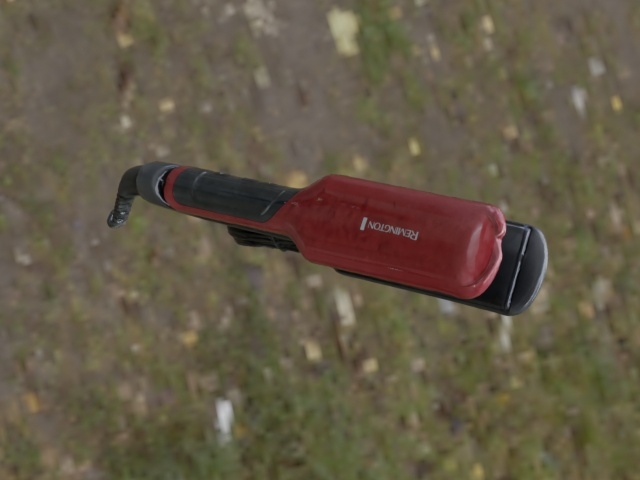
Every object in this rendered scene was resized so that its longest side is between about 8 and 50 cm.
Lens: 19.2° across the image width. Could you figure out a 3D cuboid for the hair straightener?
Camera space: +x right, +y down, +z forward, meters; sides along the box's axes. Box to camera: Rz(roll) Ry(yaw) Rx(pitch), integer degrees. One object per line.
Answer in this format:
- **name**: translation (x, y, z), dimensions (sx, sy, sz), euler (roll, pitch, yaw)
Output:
- **hair straightener**: translation (0.000, 0.000, 0.846), dimensions (0.089, 0.230, 0.047), euler (22, 77, -53)
